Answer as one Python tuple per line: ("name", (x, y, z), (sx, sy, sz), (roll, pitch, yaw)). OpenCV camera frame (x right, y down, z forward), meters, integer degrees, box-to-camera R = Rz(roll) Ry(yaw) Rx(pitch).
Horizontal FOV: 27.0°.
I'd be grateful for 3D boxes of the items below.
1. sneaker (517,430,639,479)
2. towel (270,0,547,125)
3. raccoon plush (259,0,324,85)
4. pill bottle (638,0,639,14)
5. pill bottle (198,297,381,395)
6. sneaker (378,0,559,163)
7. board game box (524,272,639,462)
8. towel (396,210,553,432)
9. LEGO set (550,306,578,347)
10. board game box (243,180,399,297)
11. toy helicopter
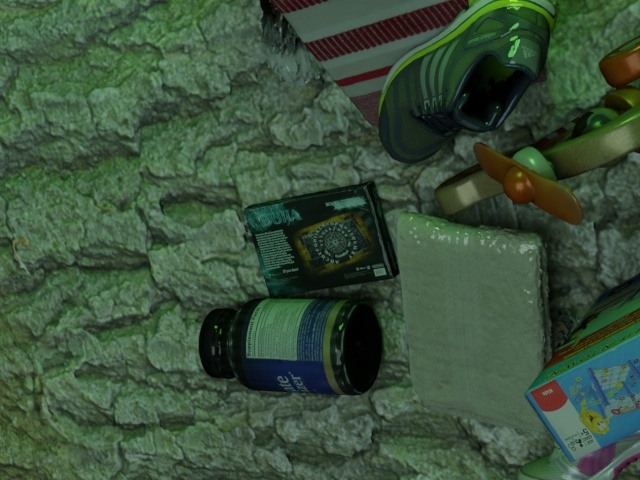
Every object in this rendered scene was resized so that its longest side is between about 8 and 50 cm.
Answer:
("sneaker", (0.333, 0.222, 1.586), (0.252, 0.103, 0.111), (-34, 89, 24))
("towel", (0.079, -0.257, 1.465), (0.237, 0.037, 0.329), (-13, 140, 29))
("raccoon plush", (-0.055, -0.368, 1.450), (0.216, 0.299, 0.447), (-2, 107, 27))
("pill bottle", (0.389, -0.239, 1.300), (0.136, 0.245, 0.136), (9, 112, 24))
("pill bottle", (-0.041, 0.135, 1.726), (0.219, 0.123, 0.123), (-1, 107, 28))
("sneaker", (0.147, -0.161, 1.446), (0.111, 0.121, 0.300), (21, 145, -15))
("board game box", (0.396, 0.072, 1.375), (0.308, 0.302, 0.086), (-34, 91, 32))
("towel", (0.191, 0.100, 1.612), (0.187, 0.049, 0.282), (10, 123, 28))
("LEGO set", (0.299, 0.106, 1.605), (0.083, 0.023, 0.054), (28, 121, 1))
("board game box", (0.000, 0.000, 1.712), (0.186, 0.026, 0.126), (-10, 103, 30))
("toy helicopter", (0.245, -0.083, 1.451), (0.355, 0.235, 0.140), (-22, 102, 51))
